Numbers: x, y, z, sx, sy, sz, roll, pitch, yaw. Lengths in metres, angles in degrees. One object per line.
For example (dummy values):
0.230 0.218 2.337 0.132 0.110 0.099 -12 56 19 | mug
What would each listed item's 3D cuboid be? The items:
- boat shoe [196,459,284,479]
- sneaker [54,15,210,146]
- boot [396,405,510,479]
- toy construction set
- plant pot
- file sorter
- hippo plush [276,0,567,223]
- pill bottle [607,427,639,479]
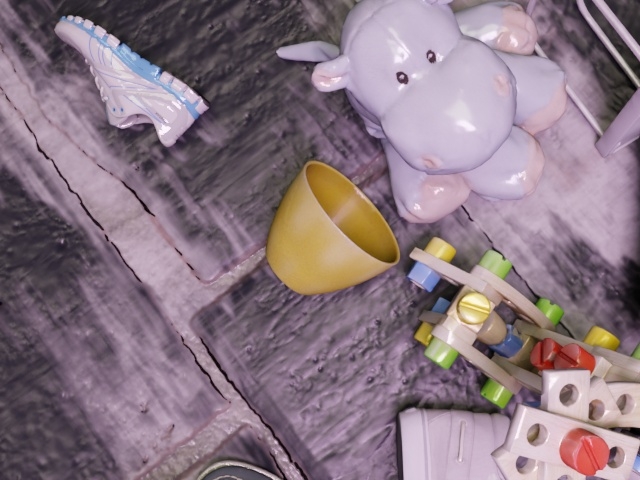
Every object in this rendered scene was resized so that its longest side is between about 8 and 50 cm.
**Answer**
-0.013 0.347 0.777 0.116 0.099 0.319 -38 82 -3 | boat shoe
-0.219 -0.170 0.879 0.191 0.071 0.083 35 91 7 | sneaker
0.138 0.286 0.767 0.124 0.095 0.258 0 70 1 | boot
0.198 0.110 0.712 0.215 0.327 0.151 37 99 -16 | toy construction set
0.000 0.000 0.822 0.095 0.134 0.134 -41 81 21 | plant pot
0.369 -0.248 0.799 0.278 0.193 0.173 -31 78 -2 | file sorter
0.116 -0.169 0.768 0.234 0.236 0.294 -36 82 2 | hippo plush
0.394 0.239 0.755 0.229 0.131 0.131 43 86 8 | pill bottle
